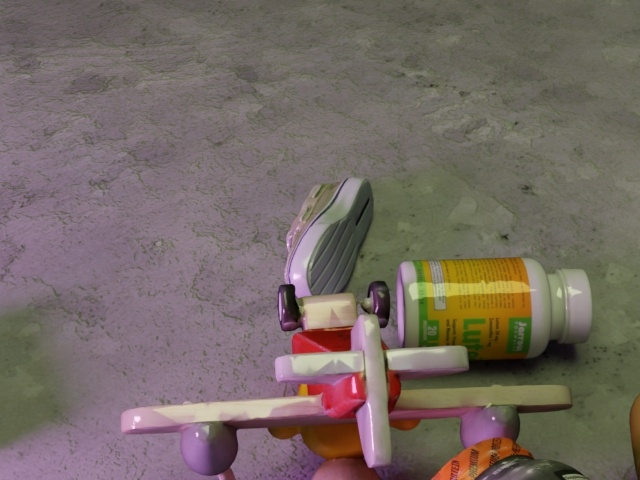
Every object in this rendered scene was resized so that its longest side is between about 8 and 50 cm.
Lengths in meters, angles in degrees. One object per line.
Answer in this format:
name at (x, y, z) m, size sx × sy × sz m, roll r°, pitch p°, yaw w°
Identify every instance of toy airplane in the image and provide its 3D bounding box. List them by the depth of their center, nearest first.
toy airplane at (0.036, 0.198, 1.193) m, size 0.386 × 0.272 × 0.384 m, roll 2°, pitch 5°, yaw 37°

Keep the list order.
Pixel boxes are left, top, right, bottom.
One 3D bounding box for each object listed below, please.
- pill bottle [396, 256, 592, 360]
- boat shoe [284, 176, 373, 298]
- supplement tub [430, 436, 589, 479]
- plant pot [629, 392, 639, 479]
pill bottle at (0.229, 0.091, 1.433) m, size 0.245 × 0.136 × 0.136 m, roll -2°, pitch 38°, yaw -1°
boat shoe at (0.000, 0.000, 1.602) m, size 0.094 × 0.109 × 0.302 m, roll -4°, pitch 26°, yaw 22°
supplement tub at (0.248, 0.357, 1.035) m, size 0.207 × 0.207 × 0.338 m, roll -23°, pitch 42°, yaw -26°
plant pot at (0.466, 0.280, 1.121) m, size 0.254 × 0.254 × 0.239 m, roll 2°, pitch 54°, yaw 3°
